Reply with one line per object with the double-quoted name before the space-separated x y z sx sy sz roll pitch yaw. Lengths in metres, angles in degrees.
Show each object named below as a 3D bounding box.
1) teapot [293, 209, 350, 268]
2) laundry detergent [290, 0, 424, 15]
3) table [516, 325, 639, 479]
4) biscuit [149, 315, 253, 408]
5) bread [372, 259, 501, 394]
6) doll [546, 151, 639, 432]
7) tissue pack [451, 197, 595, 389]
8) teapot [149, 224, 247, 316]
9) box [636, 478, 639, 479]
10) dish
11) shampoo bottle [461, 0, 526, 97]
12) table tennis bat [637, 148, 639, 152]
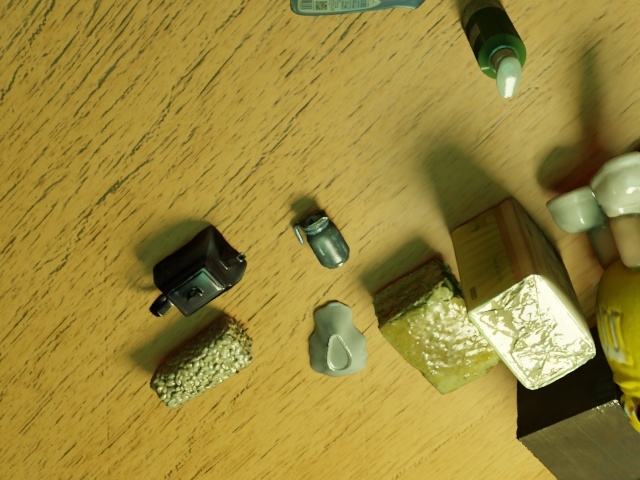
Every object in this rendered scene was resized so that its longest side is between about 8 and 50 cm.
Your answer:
"teapot" 0.004 -0.003 1.563 0.049 0.063 0.083 -38 114 -17
"laundry detergent" 0.062 -0.335 1.373 0.206 0.061 0.097 0 115 -1
"table" 0.420 0.265 1.629 0.169 0.172 0.193 -31 117 30
"biscuit" -0.181 0.186 1.633 0.168 0.082 0.070 -33 112 16
"bread" 0.181 0.137 1.605 0.138 0.102 0.196 -30 116 17
"doll" 0.442 0.084 1.425 0.161 0.423 0.348 -21 146 -4
"tissue pack" 0.276 0.069 1.495 0.125 0.234 0.159 -33 113 17
"teapot" -0.178 0.060 1.558 0.177 0.096 0.087 -34 114 16
"box" 0.542 0.467 1.715 0.148 0.231 0.155 -16 116 7
"dish" 0.026 0.161 1.648 0.091 0.039 0.137 -6 119 2
"shampoo bottle" 0.219 -0.244 1.344 0.065 0.204 0.065 -1 119 -1
"table tennis bat" 0.515 -0.041 1.493 0.150 0.027 0.236 -14 83 7
